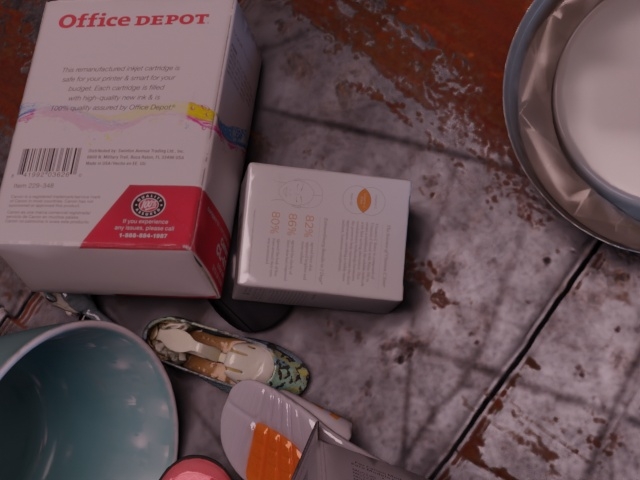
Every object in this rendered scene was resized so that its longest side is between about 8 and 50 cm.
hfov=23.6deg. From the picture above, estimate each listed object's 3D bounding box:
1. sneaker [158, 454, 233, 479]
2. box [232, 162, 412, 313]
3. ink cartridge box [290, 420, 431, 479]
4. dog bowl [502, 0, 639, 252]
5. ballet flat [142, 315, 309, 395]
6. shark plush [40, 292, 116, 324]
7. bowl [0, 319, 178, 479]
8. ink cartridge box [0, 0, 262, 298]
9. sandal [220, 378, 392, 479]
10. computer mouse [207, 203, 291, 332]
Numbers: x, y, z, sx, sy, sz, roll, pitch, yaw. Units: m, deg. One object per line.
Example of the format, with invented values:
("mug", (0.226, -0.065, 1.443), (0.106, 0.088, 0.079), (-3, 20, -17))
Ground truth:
("sneaker", (-0.144, 0.371, 1.525), (0.116, 0.136, 0.313), (14, 82, -1))
("box", (0.000, 0.000, 1.584), (0.170, 0.091, 0.130), (7, 77, -7))
("ink cartridge box", (-0.003, 0.360, 1.428), (0.130, 0.272, 0.309), (22, 103, -6))
("dog bowl", (0.364, -0.141, 1.549), (0.349, 0.102, 0.348), (-3, 77, 13))
("ballet flat", (-0.106, 0.125, 1.623), (0.188, 0.070, 0.070), (13, 80, 16))
("shark plush", (-0.279, 0.041, 1.681), (0.067, 0.073, 0.161), (-41, 74, 10))
("bowl", (-0.307, 0.221, 1.553), (0.163, 0.311, 0.311), (10, 79, 36))
("ink cartridge box", (-0.199, -0.101, 1.624), (0.226, 0.131, 0.306), (2, 62, 15))
("sandal", (0.014, 0.233, 1.561), (0.265, 0.076, 0.102), (29, 104, 23))
("computer mouse", (-0.158, 0.009, 1.666), (0.184, 0.060, 0.262), (-36, 71, 3))
